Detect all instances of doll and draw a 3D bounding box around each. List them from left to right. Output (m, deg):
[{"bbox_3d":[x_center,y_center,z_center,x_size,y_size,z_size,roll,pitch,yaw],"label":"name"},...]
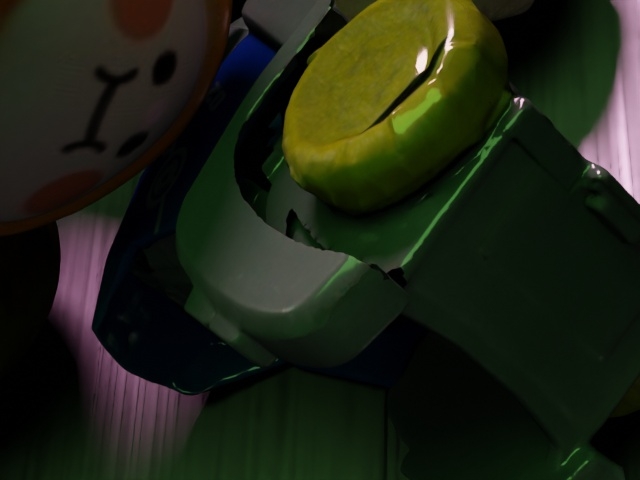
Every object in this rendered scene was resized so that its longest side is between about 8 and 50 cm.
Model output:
[{"bbox_3d":[-0.121,-0.114,0.739,0.213,0.236,0.213,5,98,36],"label":"doll"}]

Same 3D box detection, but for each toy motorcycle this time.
[{"bbox_3d":[0.000,0.000,0.750,0.200,0.191,0.326,-54,33,-6],"label":"toy motorcycle"}]

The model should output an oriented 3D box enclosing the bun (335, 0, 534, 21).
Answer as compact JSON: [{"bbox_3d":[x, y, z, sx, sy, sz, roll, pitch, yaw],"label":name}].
[{"bbox_3d":[0.050,-0.173,0.870,0.188,0.111,0.164,25,63,35],"label":"bun"}]

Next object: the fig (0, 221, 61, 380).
[{"bbox_3d":[-0.231,0.022,0.835,0.191,0.181,0.181,-56,40,32],"label":"fig"}]
